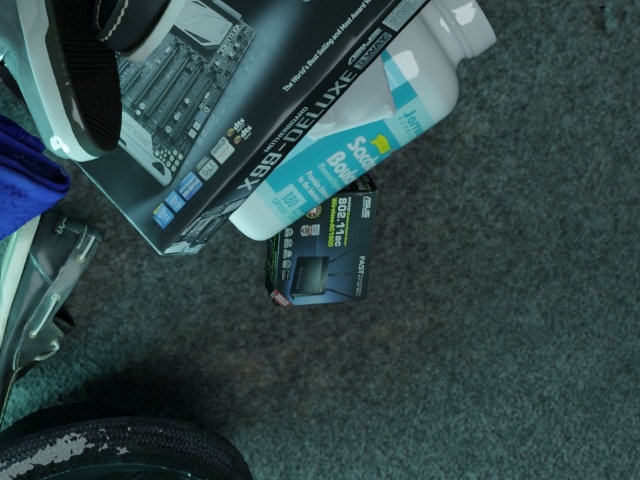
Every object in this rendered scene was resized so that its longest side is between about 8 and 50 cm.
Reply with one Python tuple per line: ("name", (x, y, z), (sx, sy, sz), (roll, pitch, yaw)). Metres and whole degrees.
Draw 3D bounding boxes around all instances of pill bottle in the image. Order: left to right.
("pill bottle", (0.013, -0.127, 1.190), (0.264, 0.146, 0.146), (-35, 123, 5))

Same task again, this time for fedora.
("fedora", (-0.233, 0.255, 1.333), (0.334, 0.152, 0.334), (-11, 123, -18))

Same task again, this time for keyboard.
("keyboard", (-0.008, -0.210, 1.119), (0.072, 0.014, 0.256), (-15, 86, 1))

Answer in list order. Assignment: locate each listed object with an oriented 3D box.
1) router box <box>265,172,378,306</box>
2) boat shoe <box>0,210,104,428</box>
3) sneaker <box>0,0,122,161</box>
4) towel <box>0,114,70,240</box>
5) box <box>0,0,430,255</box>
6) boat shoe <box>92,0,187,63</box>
("router box", (0.000, 0.000, 1.326), (0.092, 0.038, 0.122), (-4, 121, -16))
("boat shoe", (-0.259, 0.081, 1.267), (0.079, 0.084, 0.233), (16, 112, -20))
("sneaker", (-0.267, -0.169, 1.038), (0.178, 0.295, 0.124), (-23, 167, 13))
("towel", (-0.378, -0.011, 1.110), (0.308, 0.076, 0.228), (-33, 152, 18))
("box", (-0.086, -0.180, 1.087), (0.307, 0.076, 0.242), (-46, 78, 12))
("boat shoe", (-0.108, -0.263, 0.961), (0.091, 0.114, 0.302), (12, 116, -27))
